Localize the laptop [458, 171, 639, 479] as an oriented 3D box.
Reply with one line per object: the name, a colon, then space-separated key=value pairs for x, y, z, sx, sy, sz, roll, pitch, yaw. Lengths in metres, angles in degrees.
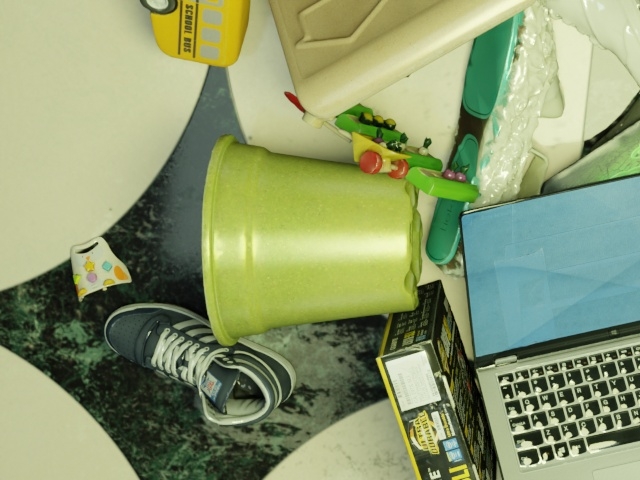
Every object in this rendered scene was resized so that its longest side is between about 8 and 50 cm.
laptop: x=0.397 y=0.149 z=1.847 sx=0.382 sy=0.236 sz=0.407 roll=-12 pitch=72 yaw=-2

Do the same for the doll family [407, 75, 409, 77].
doll family: x=0.135 y=-0.293 z=1.925 sx=0.193 sy=0.076 sz=0.111 roll=-30 pitch=101 yaw=19

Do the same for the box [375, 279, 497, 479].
box: x=0.156 y=0.213 z=1.902 sx=0.079 sy=0.322 sz=0.257 roll=-19 pitch=100 yaw=10

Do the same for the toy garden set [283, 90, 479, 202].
toy garden set: x=0.066 y=-0.139 z=1.846 sx=0.244 sy=0.204 sz=0.049 roll=39 pitch=109 yaw=33

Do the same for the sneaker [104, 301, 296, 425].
sneaker: x=-0.177 y=0.169 z=2.029 sx=0.282 sy=0.153 sz=0.099 roll=19 pitch=104 yaw=4

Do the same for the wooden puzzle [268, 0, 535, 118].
wooden puzzle: x=0.091 y=-0.335 z=1.842 sx=0.322 sy=0.347 sz=0.080 roll=-29 pitch=140 yaw=14

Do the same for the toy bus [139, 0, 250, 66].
toy bus: x=-0.149 y=-0.370 z=1.832 sx=0.130 sy=0.108 sz=0.332 roll=13 pitch=144 yaw=2

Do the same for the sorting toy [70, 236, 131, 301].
sorting toy: x=-0.322 y=0.037 z=2.085 sx=0.083 sy=0.045 sz=0.075 roll=-21 pitch=79 yaw=12

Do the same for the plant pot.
plant pot: x=0.000 y=0.000 z=1.900 sx=0.254 sy=0.276 sz=0.276 roll=0 pitch=102 yaw=9

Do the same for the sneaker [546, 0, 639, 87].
sneaker: x=0.350 y=-0.314 z=1.884 sx=0.129 sy=0.111 sz=0.297 roll=-30 pitch=93 yaw=29

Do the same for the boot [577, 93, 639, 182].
boot: x=0.453 y=-0.088 z=1.922 sx=0.198 sy=0.077 sz=0.137 roll=36 pitch=100 yaw=-2

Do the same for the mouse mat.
mouse mat: x=0.398 y=-0.057 z=1.899 sx=0.190 sy=0.007 sz=0.152 roll=-34 pitch=82 yaw=12

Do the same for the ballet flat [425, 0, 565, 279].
ballet flat: x=0.243 y=-0.142 z=1.928 sx=0.147 sy=0.147 sz=0.408 roll=16 pitch=107 yaw=5
